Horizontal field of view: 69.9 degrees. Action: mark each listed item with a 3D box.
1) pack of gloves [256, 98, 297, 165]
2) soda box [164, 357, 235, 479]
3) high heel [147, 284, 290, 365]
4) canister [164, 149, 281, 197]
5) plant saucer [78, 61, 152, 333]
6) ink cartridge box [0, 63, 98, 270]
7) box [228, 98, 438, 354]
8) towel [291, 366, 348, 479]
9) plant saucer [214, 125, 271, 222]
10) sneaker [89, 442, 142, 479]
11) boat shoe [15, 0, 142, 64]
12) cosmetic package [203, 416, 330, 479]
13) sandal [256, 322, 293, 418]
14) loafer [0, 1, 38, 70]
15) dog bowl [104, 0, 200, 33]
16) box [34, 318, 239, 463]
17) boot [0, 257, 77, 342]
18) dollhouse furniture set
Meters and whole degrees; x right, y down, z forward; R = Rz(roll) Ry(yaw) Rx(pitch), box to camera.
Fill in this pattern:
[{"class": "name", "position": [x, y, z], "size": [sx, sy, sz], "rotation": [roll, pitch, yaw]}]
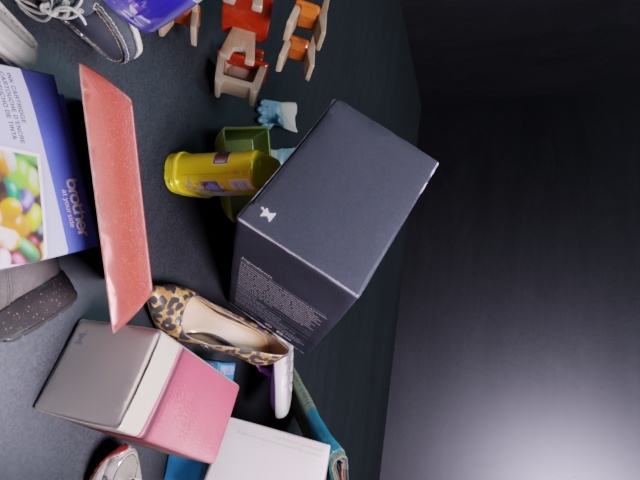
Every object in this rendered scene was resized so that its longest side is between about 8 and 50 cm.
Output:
[{"class": "pack of gloves", "position": [-0.090, -0.257, 1.169], "size": [0.232, 0.046, 0.195], "rotation": [-33, 121, -64]}, {"class": "soda box", "position": [-0.218, 0.327, 0.842], "size": [0.067, 0.071, 0.210], "rotation": [42, 53, -65]}, {"class": "high heel", "position": [-0.169, 0.144, 0.797], "size": [0.261, 0.186, 0.093], "rotation": [61, 37, -52]}, {"class": "canister", "position": [-0.166, -0.116, 0.811], "size": [0.126, 0.169, 0.073], "rotation": [7, 84, -69]}, {"class": "plant saucer", "position": [-0.245, -0.053, 0.548], "size": [0.047, 0.258, 0.259], "rotation": [-8, 101, -25]}, {"class": "ink cartridge box", "position": [-0.310, -0.061, 0.389], "size": [0.311, 0.065, 0.186], "rotation": [-29, 109, -71]}, {"class": "box", "position": [0.000, 0.000, 0.861], "size": [0.293, 0.212, 0.395], "rotation": [-55, 175, -27]}, {"class": "towel", "position": [-0.014, 0.460, 1.105], "size": [0.370, 0.040, 0.272], "rotation": [-133, -152, -56]}, {"class": "plant saucer", "position": [-0.165, -0.147, 0.982], "size": [0.188, 0.045, 0.189], "rotation": [-33, 122, -64]}, {"class": "sneaker", "position": [-0.275, 0.406, 0.675], "size": [0.088, 0.092, 0.225], "rotation": [-27, 116, -66]}, {"class": "boat shoe", "position": [-0.313, -0.305, 0.531], "size": [0.254, 0.095, 0.079], "rotation": [60, 36, -51]}, {"class": "cosmetic package", "position": [-0.093, 0.487, 0.883], "size": [0.366, 0.196, 0.155], "rotation": [94, 12, -53]}, {"class": "sandal", "position": [-0.119, 0.194, 1.067], "size": [0.169, 0.102, 0.416], "rotation": [79, 7, -66]}, {"class": "loafer", "position": [-0.367, -0.275, 0.374], "size": [0.319, 0.112, 0.112], "rotation": [55, 50, -56]}, {"class": "dog bowl", "position": [-0.242, -0.387, 0.527], "size": [0.265, 0.104, 0.265], "rotation": [57, 9, -14]}, {"class": "box", "position": [-0.246, 0.224, 0.662], "size": [0.232, 0.148, 0.127], "rotation": [61, 38, -51]}, {"class": "boot", "position": [-0.382, 0.028, 0.387], "size": [0.338, 0.118, 0.223], "rotation": [-66, 147, -64]}, {"class": "dollhouse furniture set", "position": [-0.134, -0.375, 0.810], "size": [0.259, 0.262, 0.135], "rotation": [126, -25, -65]}]
